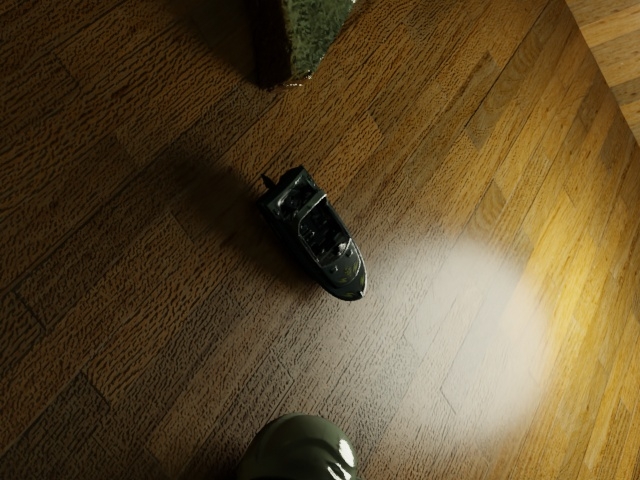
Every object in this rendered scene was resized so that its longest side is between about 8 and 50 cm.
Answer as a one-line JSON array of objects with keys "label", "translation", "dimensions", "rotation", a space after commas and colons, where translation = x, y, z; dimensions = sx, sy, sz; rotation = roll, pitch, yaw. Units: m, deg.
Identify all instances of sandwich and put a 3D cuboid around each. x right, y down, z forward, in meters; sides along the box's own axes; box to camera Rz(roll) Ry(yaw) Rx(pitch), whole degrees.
[{"label": "sandwich", "translation": [-0.015, -0.378, 1.440], "dimensions": [0.254, 0.099, 0.288], "rotation": [-4, 80, -48]}]

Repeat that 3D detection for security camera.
[{"label": "security camera", "translation": [0.008, 0.350, 1.156], "dimensions": [0.277, 0.197, 0.191], "rotation": [51, 36, -14]}]

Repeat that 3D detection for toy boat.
[{"label": "toy boat", "translation": [0.000, 0.000, 1.331], "dimensions": [0.093, 0.103, 0.246], "rotation": [-46, 119, -20]}]
